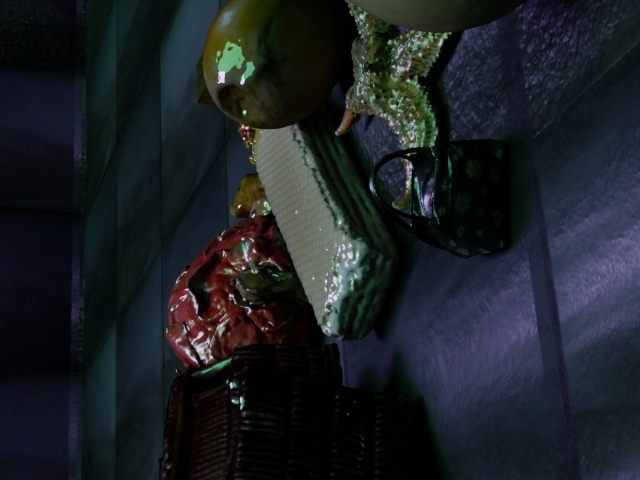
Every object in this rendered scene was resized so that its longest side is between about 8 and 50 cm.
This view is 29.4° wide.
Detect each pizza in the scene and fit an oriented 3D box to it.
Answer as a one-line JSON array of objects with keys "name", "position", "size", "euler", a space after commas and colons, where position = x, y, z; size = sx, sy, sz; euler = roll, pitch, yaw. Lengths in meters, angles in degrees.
[{"name": "pizza", "position": [-0.109, -0.214, 1.944], "size": [0.199, 0.062, 0.188], "euler": [-173, 90, -72]}]

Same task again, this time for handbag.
[{"name": "handbag", "position": [0.110, -0.047, 1.180], "size": [0.072, 0.139, 0.115], "euler": [-16, 70, 61]}]

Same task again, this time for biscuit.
[{"name": "biscuit", "position": [0.001, -0.051, 1.575], "size": [0.426, 0.078, 0.144], "euler": [-113, 34, -52]}]

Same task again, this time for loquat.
[{"name": "loquat", "position": [-0.052, -0.250, 1.581], "size": [0.227, 0.179, 0.179], "euler": [-57, 4, -30]}]

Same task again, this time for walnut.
[{"name": "walnut", "position": [-0.082, -0.034, 1.814], "size": [0.170, 0.069, 0.143], "euler": [167, 103, -65]}]

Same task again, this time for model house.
[{"name": "model house", "position": [0.002, 0.263, 1.383], "size": [0.282, 0.297, 0.317], "euler": [-33, 31, 27]}]

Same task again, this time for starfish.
[{"name": "starfish", "position": [0.070, -0.221, 1.415], "size": [0.293, 0.084, 0.301], "euler": [-134, 48, -63]}]

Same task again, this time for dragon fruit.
[{"name": "dragon fruit", "position": [-0.125, 0.081, 1.687], "size": [0.317, 0.152, 0.205], "euler": [56, 140, 40]}]

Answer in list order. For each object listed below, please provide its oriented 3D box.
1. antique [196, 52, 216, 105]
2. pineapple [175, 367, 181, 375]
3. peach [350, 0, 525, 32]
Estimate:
[{"name": "antique", "position": [-0.142, -0.308, 2.024], "size": [0.221, 0.081, 0.080], "euler": [131, 139, -59]}, {"name": "pineapple", "position": [-0.183, 0.296, 1.981], "size": [0.251, 0.125, 0.125], "euler": [-115, 35, -63]}, {"name": "peach", "position": [0.120, -0.335, 1.085], "size": [0.292, 0.247, 0.292], "euler": [-32, 41, 33]}]
